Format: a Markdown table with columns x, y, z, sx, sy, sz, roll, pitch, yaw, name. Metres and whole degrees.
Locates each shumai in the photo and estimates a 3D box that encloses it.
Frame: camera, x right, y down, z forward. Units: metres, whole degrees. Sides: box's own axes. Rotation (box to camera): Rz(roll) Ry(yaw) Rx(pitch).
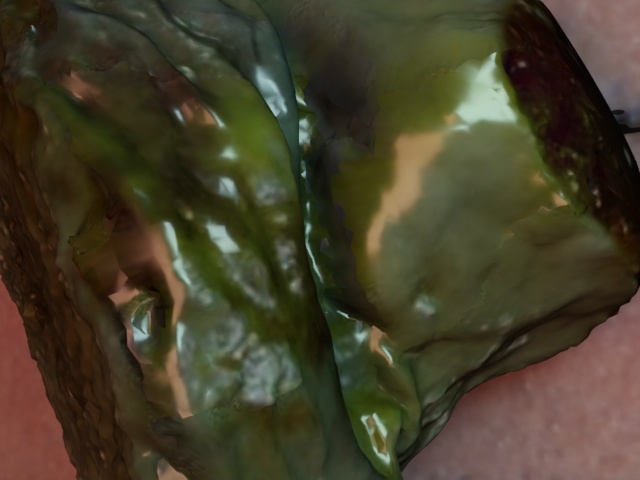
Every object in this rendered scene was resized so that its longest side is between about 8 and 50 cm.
| x | y | z | sx | sy | sz | roll | pitch | yaw | name |
| --- | --- | --- | --- | --- | --- | --- | --- | --- | --- |
| 0.000 | 0.000 | 0.699 | 0.263 | 0.304 | 0.309 | -18 | 97 | -14 | shumai |
